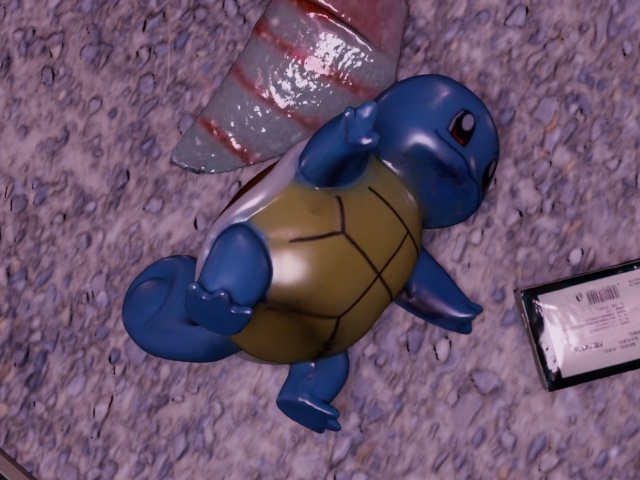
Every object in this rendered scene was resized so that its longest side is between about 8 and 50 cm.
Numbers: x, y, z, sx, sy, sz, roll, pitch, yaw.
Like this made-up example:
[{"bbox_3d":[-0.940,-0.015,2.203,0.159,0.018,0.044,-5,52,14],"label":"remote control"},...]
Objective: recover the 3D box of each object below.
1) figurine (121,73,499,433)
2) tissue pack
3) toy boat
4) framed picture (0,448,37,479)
[{"bbox_3d":[0.002,0.023,0.744,0.416,0.243,0.298,-33,121,6],"label":"figurine"},{"bbox_3d":[0.276,0.071,0.740,0.170,0.090,0.103,-15,79,8],"label":"tissue pack"},{"bbox_3d":[-0.045,-0.172,0.840,0.206,0.096,0.282,36,98,-2],"label":"toy boat"},{"bbox_3d":[-0.369,0.313,0.845,0.250,0.016,0.184,36,88,13],"label":"framed picture"}]
